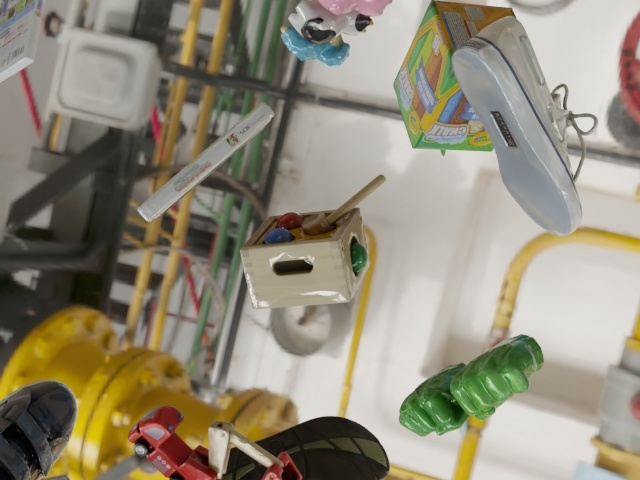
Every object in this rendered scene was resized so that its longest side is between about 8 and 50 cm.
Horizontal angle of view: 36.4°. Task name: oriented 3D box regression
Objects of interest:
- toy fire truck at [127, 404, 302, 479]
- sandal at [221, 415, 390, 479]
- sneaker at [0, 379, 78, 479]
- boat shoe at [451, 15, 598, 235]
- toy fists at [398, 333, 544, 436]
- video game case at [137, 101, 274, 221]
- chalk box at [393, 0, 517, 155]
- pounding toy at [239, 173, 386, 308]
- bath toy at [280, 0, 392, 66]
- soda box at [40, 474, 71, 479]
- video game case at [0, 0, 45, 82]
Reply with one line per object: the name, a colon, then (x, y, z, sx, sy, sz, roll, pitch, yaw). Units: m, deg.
toy fire truck: (-0.132, 0.268, 1.206, 0.192, 0.135, 0.047, 47, -153, -4)
sandal: (-0.043, 0.344, 1.463, 0.303, 0.120, 0.086, -7, 146, -18)
sneaker: (-0.438, 0.308, 1.329, 0.127, 0.126, 0.321, -21, -161, 48)
boat shoe: (0.340, -0.184, 1.500, 0.367, 0.156, 0.136, 57, 161, -24)
toy fists: (0.245, 0.253, 1.626, 0.142, 0.096, 0.279, -21, 172, -47)
video game case: (-0.153, -0.101, 1.301, 0.026, 0.206, 0.227, 49, 176, -6)
chalk box: (0.259, -0.288, 1.863, 0.179, 0.289, 0.180, 1, -128, -20)
pounding toy: (0.000, 0.000, 1.066, 0.141, 0.100, 0.130, -6, -161, 17)
bath toy: (0.058, -0.414, 1.668, 0.129, 0.151, 0.348, 46, 156, -4)
soda box: (-0.509, 0.453, 1.527, 0.091, 0.098, 0.286, 32, -161, 36)
video game case: (-0.290, -0.216, 0.935, 0.011, 0.122, 0.087, 18, 158, -40)
